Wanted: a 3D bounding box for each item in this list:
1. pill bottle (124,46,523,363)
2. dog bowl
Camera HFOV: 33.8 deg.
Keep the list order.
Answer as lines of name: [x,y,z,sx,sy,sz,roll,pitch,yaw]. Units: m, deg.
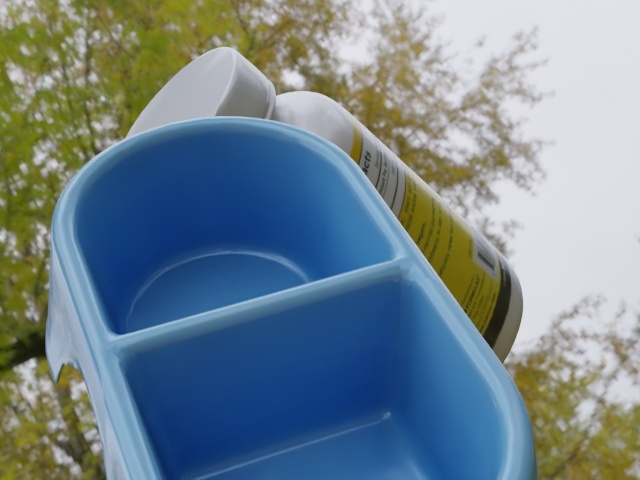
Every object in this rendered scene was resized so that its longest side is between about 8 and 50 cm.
pill bottle: [0.000,0.000,0.874,0.188,0.188,0.334,-43,-61,13]
dog bowl: [-0.021,0.049,0.425,0.166,0.297,0.074,-15,-48,-16]
